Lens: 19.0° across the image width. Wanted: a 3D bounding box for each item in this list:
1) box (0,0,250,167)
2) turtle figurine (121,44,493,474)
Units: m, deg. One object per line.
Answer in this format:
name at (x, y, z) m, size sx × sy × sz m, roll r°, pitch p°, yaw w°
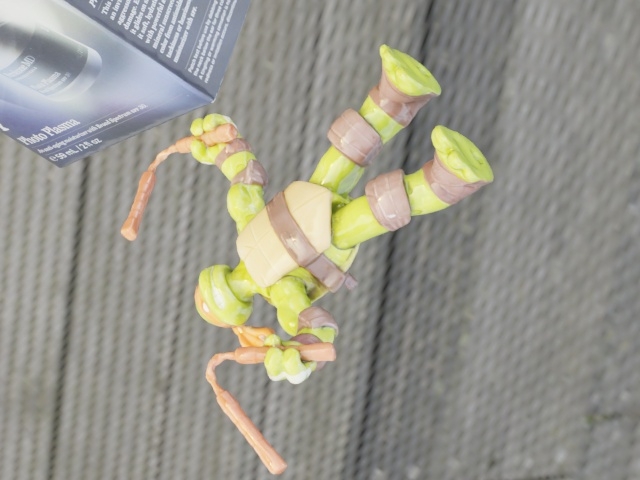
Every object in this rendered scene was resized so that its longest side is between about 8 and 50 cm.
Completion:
box at (-0.275, -0.241, 1.895) m, size 0.294 × 0.296 × 0.182 m, roll 33°, pitch 60°, yaw -28°
turtle figurine at (0.000, 0.000, 1.159) m, size 0.217 × 0.269 × 0.087 m, roll -39°, pitch 135°, yaw 17°
